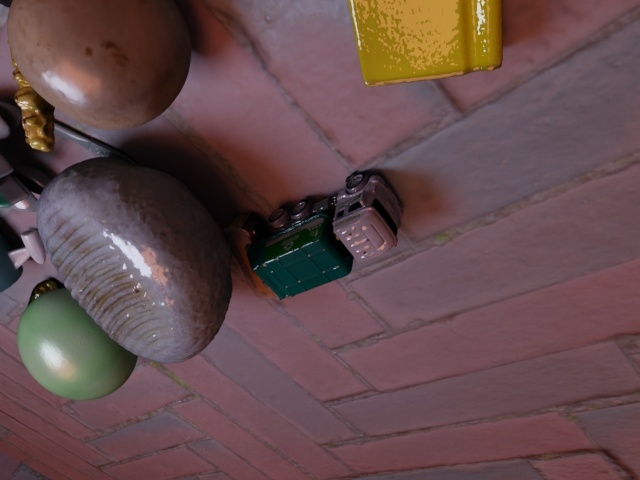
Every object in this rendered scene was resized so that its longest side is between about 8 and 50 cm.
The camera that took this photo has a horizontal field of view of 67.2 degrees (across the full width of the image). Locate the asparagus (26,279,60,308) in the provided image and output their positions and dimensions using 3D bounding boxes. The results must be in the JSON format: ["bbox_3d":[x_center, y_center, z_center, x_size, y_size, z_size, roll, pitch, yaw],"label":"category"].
[{"bbox_3d":[-0.703,0.180,1.200,0.059,0.068,0.277,14,144,-32],"label":"asparagus"}]

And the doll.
[{"bbox_3d":[-0.575,-0.159,0.817,0.258,0.153,0.195,43,151,2],"label":"doll"}]

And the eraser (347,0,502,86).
[{"bbox_3d":[0.106,-0.280,0.504,0.157,0.069,0.226,-2,130,19],"label":"eraser"}]

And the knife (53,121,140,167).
[{"bbox_3d":[-0.399,-0.166,0.820,0.210,0.015,0.028,25,127,-4],"label":"knife"}]

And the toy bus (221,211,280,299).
[{"bbox_3d":[-0.113,0.032,0.868,0.072,0.058,0.172,-3,128,26],"label":"toy bus"}]

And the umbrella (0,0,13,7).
[{"bbox_3d":[-0.494,-0.372,0.617,0.325,0.094,0.090,22,161,1],"label":"umbrella"}]

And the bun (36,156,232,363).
[{"bbox_3d":[-0.287,0.028,0.801,0.361,0.211,0.362,17,126,25],"label":"bun"}]

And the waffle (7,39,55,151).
[{"bbox_3d":[-0.399,-0.218,0.676,0.051,0.194,0.149,-10,145,-26],"label":"waffle"}]

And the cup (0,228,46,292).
[{"bbox_3d":[-0.744,0.019,1.012,0.299,0.168,0.173,-11,120,-6],"label":"cup"}]

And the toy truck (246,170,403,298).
[{"bbox_3d":[0.000,0.000,0.749,0.253,0.124,0.114,-23,123,30],"label":"toy truck"}]

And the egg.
[{"bbox_3d":[-0.537,0.229,1.077,0.220,0.220,0.270,-22,109,33],"label":"egg"}]

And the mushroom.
[{"bbox_3d":[-0.271,-0.238,0.609,0.204,0.204,0.204,10,133,11],"label":"mushroom"}]
